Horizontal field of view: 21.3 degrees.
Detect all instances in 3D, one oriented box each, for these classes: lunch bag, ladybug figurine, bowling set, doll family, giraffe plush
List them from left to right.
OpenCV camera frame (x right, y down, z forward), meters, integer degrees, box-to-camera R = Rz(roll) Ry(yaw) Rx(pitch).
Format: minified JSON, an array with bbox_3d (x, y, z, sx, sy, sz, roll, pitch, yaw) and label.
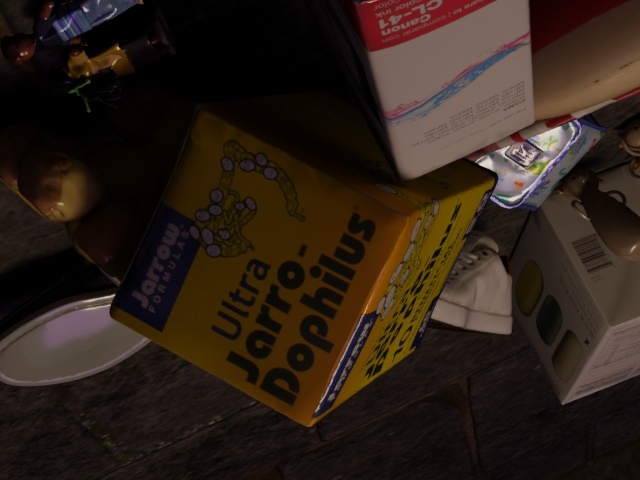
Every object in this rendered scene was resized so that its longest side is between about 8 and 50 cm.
[{"bbox_3d":[-0.181,-0.158,1.324,0.111,0.076,0.193,-23,153,3],"label":"doll family"},{"bbox_3d":[-0.158,-0.063,1.454,0.170,0.181,0.210,-48,130,-7],"label":"giraffe plush"},{"bbox_3d":[0.218,-0.106,1.816,0.129,0.096,0.151,-50,151,17],"label":"lunch bag"},{"bbox_3d":[0.298,-0.259,1.418,0.449,0.162,0.305,-32,-168,10],"label":"ladybug figurine"},{"bbox_3d":[0.448,-0.115,2.050,0.287,0.154,0.199,-14,136,-24],"label":"bowling set"}]

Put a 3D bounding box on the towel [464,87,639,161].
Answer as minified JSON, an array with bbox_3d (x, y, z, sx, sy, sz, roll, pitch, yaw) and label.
[{"bbox_3d":[0.293,-0.178,1.584,0.237,0.037,0.329,-40,-169,-37],"label":"towel"}]

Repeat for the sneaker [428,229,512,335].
[{"bbox_3d":[0.143,0.044,1.991,0.106,0.123,0.290,5,177,28],"label":"sneaker"}]

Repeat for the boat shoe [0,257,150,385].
[{"bbox_3d":[-0.201,0.050,1.724,0.303,0.091,0.114,-22,138,-6],"label":"boat shoe"}]

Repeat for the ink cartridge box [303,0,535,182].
[{"bbox_3d":[0.055,-0.210,1.255,0.131,0.226,0.306,-25,157,-3],"label":"ink cartridge box"}]

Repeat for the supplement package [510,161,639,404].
[{"bbox_3d":[0.384,0.053,2.224,0.198,0.199,0.262,-20,157,-15],"label":"supplement package"}]

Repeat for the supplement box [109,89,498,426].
[{"bbox_3d":[0.000,0.000,1.480,0.194,0.195,0.356,-66,167,14],"label":"supplement box"}]
